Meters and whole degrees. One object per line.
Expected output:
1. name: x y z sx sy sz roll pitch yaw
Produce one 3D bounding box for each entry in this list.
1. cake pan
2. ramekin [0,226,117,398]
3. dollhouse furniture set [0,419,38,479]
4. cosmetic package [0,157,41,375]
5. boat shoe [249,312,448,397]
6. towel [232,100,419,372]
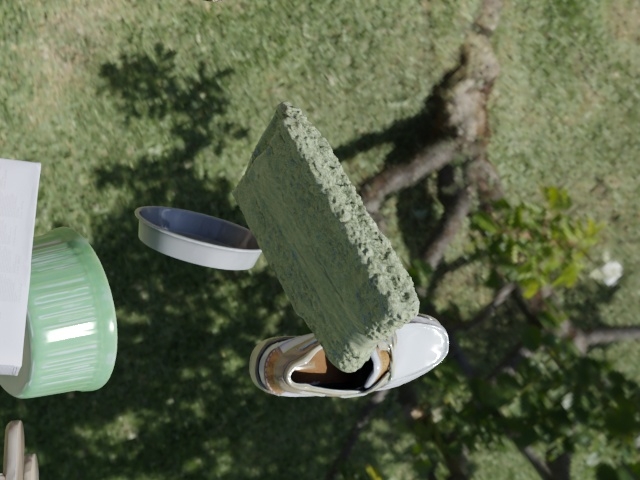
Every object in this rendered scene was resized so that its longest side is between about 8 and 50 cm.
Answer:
1. cake pan: -0.254 -0.004 2.203 0.293 0.293 0.054 9 102 -31
2. ramekin: -0.499 0.136 1.856 0.148 0.303 0.303 -12 132 -37
3. dollhouse furniture set: -0.580 0.335 1.458 0.362 0.256 0.394 -3 149 -7
4. cosmetic package: -0.374 0.026 1.162 0.099 0.239 0.060 8 160 -19
5. boat shoe: 0.059 0.167 1.437 0.302 0.103 0.113 -10 97 -26
6. towel: 0.000 0.000 0.622 0.027 0.148 0.110 -24 165 -30
